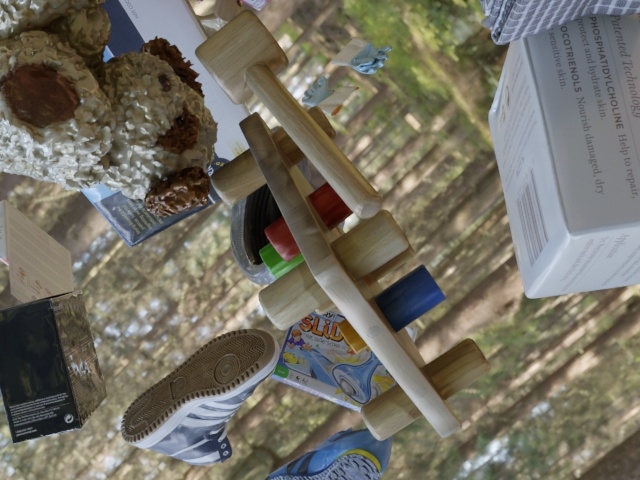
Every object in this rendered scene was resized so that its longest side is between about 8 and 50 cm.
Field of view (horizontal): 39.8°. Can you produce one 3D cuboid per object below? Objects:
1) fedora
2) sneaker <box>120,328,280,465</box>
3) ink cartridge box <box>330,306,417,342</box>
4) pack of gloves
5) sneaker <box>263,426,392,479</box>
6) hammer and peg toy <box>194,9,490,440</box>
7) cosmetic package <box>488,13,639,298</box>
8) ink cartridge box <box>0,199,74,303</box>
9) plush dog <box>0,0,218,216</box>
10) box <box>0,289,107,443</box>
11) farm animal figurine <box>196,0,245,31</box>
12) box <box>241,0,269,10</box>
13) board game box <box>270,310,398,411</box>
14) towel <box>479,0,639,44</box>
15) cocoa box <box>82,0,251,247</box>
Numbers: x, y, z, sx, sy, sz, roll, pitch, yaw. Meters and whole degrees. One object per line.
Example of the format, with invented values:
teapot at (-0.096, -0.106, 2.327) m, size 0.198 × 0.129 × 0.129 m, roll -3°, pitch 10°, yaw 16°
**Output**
fedora at (-0.038, -0.048, 1.363) m, size 0.124 × 0.244 × 0.275 m, roll 8°, pitch 175°, yaw -22°
sneaker at (-0.145, 0.240, 1.318) m, size 0.153 × 0.282 × 0.099 m, roll 40°, pitch -156°, yaw -41°
ink cartridge box at (0.081, 0.183, 1.928) m, size 0.196 × 0.114 × 0.273 m, roll 12°, pitch -170°, yaw -7°
pack of gloves at (0.061, -0.339, 1.874) m, size 0.046 × 0.195 × 0.232 m, roll 46°, pitch 177°, yaw -26°
sneaker at (0.011, 0.294, 1.148) m, size 0.069 × 0.209 × 0.082 m, roll 51°, pitch -144°, yaw -11°
hammer and peg toy at (0.000, 0.000, 0.769) m, size 0.361 × 0.127 × 0.266 m, roll 53°, pitch -174°, yaw -40°
cosmetic package at (0.481, -0.131, 1.275) m, size 0.329 × 0.393 × 0.328 m, roll 83°, pitch 180°, yaw -71°
ink cartridge box at (-0.513, 0.063, 1.569) m, size 0.189 × 0.066 × 0.232 m, roll 51°, pitch -163°, yaw -47°
plush dog at (-0.197, -0.108, 0.793) m, size 0.225 × 0.210 × 0.263 m, roll 18°, pitch -136°, yaw -30°
box at (-0.402, 0.177, 1.318) m, size 0.261 × 0.103 × 0.184 m, roll 172°, pitch 87°, yaw -84°
farm animal figurine at (-0.153, -0.561, 1.573) m, size 0.172 × 0.330 × 0.327 m, roll 2°, pitch -134°, yaw -8°
box at (-0.033, -0.354, 0.828) m, size 0.122 × 0.257 × 0.128 m, roll 23°, pitch -125°, yaw -30°
board game box at (0.034, 0.196, 1.455) m, size 0.201 × 0.035 × 0.136 m, roll 21°, pitch -112°, yaw -6°
towel at (0.317, -0.348, 1.029) m, size 0.284 × 0.235 × 0.121 m, roll 96°, pitch 152°, yaw -72°
cocoa box at (-0.244, -0.208, 1.092) m, size 0.231 × 0.227 × 0.347 m, roll 62°, pitch -179°, yaw 41°
